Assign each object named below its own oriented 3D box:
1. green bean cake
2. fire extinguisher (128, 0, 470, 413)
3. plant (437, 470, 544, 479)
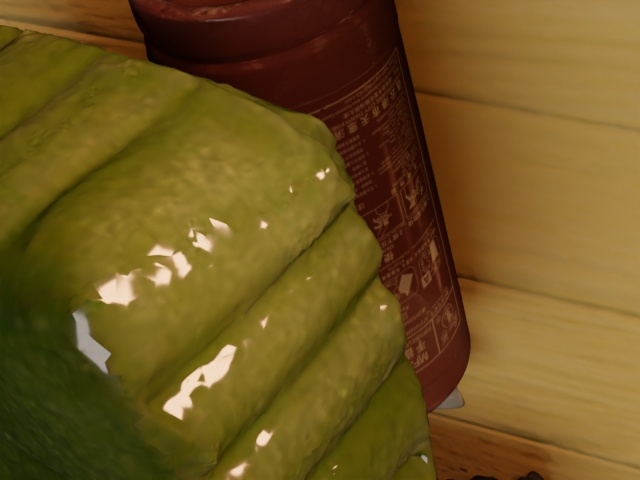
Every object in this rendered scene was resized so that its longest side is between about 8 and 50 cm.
[{"bbox_3d":[-0.080,0.037,0.506,0.248,0.125,0.222,17,140,39],"label":"green bean cake"},{"bbox_3d":[0.000,0.000,0.567,0.105,0.105,0.269,6,133,27],"label":"fire extinguisher"},{"bbox_3d":[0.074,0.185,0.657,0.203,0.142,0.131,8,114,-4],"label":"plant"}]
